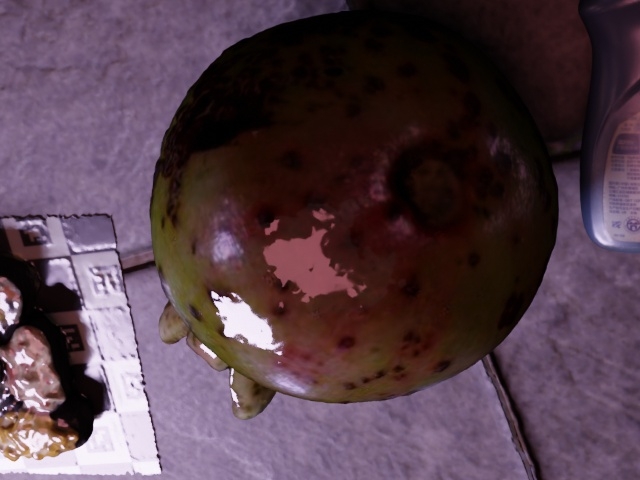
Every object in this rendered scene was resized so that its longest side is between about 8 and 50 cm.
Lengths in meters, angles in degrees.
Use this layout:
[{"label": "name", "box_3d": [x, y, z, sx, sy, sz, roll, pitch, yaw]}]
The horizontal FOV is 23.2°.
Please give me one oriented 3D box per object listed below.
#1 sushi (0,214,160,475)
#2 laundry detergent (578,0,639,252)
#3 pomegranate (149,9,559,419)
[{"label": "sushi", "box_3d": [-0.228, 0.091, 1.114, 0.192, 0.050, 0.215, -1, 115, 14]}, {"label": "laundry detergent", "box_3d": [0.200, -0.095, 0.916, 0.097, 0.061, 0.206, 3, 116, 15]}, {"label": "pomegranate", "box_3d": [0.017, -0.004, 0.939, 0.242, 0.242, 0.306, 20, 159, 3]}]
